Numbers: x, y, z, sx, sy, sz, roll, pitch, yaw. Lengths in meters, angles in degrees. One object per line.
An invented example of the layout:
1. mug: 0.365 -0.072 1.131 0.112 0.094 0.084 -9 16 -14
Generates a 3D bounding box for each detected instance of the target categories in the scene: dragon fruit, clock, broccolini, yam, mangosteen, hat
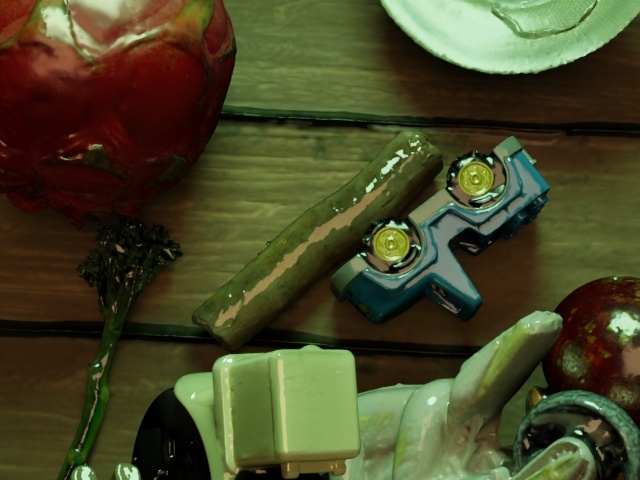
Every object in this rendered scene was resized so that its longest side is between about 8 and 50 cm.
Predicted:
1. dragon fruit: -0.180 -0.135 1.076 0.241 0.241 0.252 41 69 9
2. clock: -0.048 0.273 0.967 0.120 0.276 0.378 0 76 -32
3. broccolini: -0.178 0.099 1.111 0.071 0.057 0.254 1 69 46
4. yam: 0.000 0.000 1.128 0.241 0.057 0.057 -41 80 -5
5. mangosteen: 0.223 0.112 1.064 0.156 0.145 0.181 20 121 -21
6. hat: 0.164 -0.250 1.145 0.252 0.110 0.252 -1 87 17

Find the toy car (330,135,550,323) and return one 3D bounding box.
1. toy car: 0.105 0.006 1.099 0.191 0.097 0.100 -37 80 -6

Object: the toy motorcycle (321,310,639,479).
1. toy motorcycle: 0.073 0.186 1.013 0.340 0.108 0.223 -46 68 27

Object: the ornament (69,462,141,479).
1. ornament: -0.163 0.318 1.014 0.061 0.245 0.230 -1 51 -25
